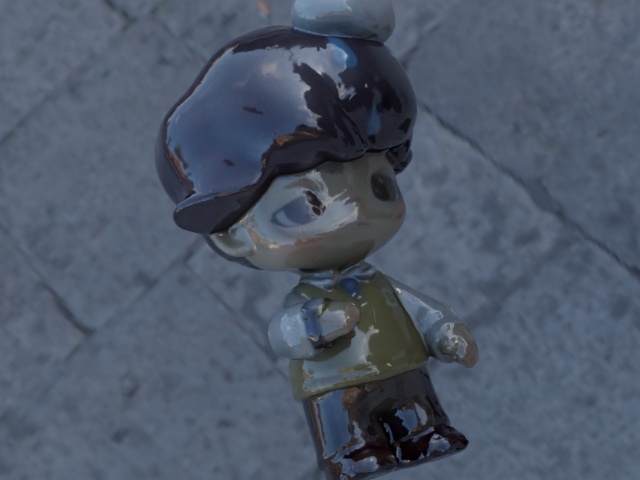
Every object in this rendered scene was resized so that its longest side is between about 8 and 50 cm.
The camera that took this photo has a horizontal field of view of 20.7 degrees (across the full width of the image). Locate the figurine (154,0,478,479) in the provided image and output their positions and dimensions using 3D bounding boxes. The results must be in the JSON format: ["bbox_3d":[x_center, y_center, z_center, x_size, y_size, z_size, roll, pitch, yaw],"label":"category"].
[{"bbox_3d":[0.003,-0.001,1.354,0.218,0.206,0.365,-18,68,-10],"label":"figurine"}]
